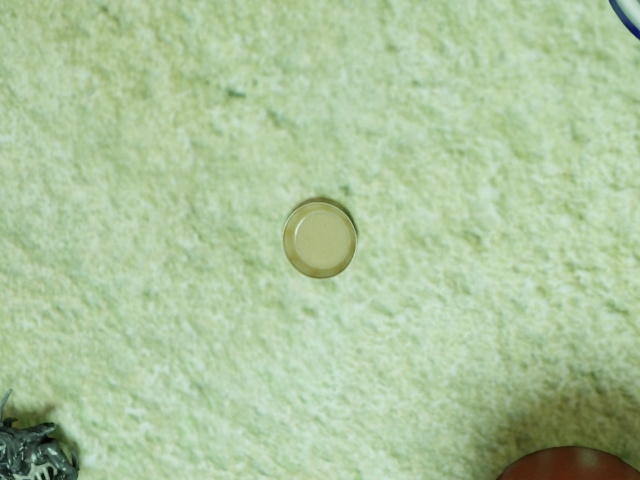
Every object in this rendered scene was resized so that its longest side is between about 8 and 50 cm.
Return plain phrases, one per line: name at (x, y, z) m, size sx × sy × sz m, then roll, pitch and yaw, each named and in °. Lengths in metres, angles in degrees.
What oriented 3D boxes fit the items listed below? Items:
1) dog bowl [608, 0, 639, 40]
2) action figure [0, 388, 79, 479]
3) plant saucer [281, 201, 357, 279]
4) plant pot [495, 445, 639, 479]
dog bowl at (0.366, -0.272, 0.671) m, size 0.264 × 0.104 × 0.265 m, roll 3°, pitch 99°, yaw 16°
action figure at (-0.345, 0.321, 0.952) m, size 0.164 × 0.141 × 0.276 m, roll -30°, pitch 91°, yaw 30°
plant saucer at (0.000, 0.000, 0.865) m, size 0.083 × 0.015 × 0.084 m, roll 2°, pitch 99°, yaw 15°
plant pot at (0.230, 0.326, 0.719) m, size 0.272 × 0.265 × 0.273 m, roll 2°, pitch 99°, yaw 15°
